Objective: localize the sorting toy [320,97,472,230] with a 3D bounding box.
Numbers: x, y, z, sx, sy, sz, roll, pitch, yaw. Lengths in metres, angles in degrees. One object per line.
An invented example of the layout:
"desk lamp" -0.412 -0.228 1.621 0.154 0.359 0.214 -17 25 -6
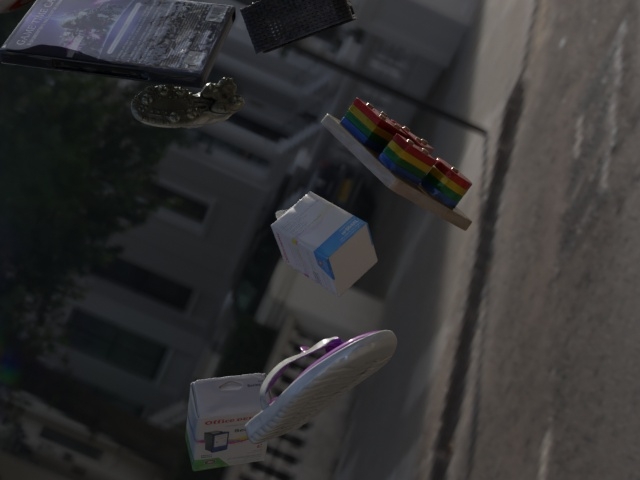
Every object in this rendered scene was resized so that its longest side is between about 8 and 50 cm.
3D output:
"sorting toy" 0.168 -0.158 2.354 0.089 0.255 0.257 -53 46 11

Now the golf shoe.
"golf shoe" -0.196 -0.180 1.728 0.086 0.176 0.069 -42 63 51

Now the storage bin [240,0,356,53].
"storage bin" -0.037 -0.395 2.112 0.122 0.180 0.084 -56 -55 -79

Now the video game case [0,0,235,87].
"video game case" -0.270 -0.282 1.646 0.196 0.274 0.026 -75 -10 -51

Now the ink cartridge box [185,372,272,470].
"ink cartridge box" -0.184 0.364 2.423 0.212 0.154 0.093 101 158 -48

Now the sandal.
"sandal" -0.029 0.230 2.017 0.169 0.102 0.416 -14 -20 -40

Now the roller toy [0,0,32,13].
"roller toy" -0.372 -0.394 1.528 0.191 0.146 0.209 -24 15 40

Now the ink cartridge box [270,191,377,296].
"ink cartridge box" 0.000 0.000 1.848 0.090 0.143 0.092 -42 -39 -22
